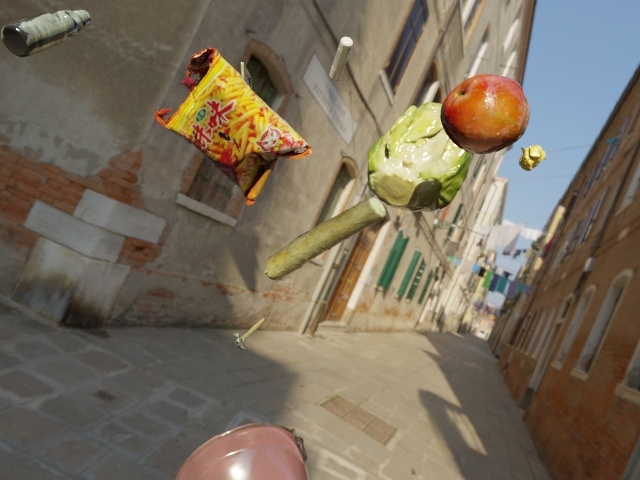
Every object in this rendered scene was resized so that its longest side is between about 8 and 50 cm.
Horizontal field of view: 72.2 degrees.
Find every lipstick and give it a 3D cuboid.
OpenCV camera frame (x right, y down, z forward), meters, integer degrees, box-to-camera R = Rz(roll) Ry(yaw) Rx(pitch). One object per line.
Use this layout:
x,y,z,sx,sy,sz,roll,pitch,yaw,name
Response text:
0.064,-0.571,1.382,0.040,0.040,0.141,24,-32,-1,lipstick

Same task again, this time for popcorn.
0.641,-0.262,1.346,0.084,0.084,0.084,24,-3,1,popcorn

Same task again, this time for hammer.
-0.227,0.302,1.454,0.017,0.062,0.182,-6,12,24,hammer

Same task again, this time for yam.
0.000,0.000,1.137,0.083,0.372,0.083,41,31,-32,yam

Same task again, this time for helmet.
-0.138,0.518,0.857,0.271,0.338,0.197,-14,51,-19,helmet

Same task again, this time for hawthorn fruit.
0.335,-0.261,0.914,0.173,0.172,0.173,24,-3,1,hawthorn fruit

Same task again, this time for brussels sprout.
0.308,-0.230,1.353,0.276,0.371,0.314,37,-30,16,brussels sprout

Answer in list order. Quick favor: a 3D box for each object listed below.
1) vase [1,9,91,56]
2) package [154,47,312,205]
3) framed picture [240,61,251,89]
-0.540,-0.430,0.889,0.060,0.059,0.211,24,41,-3,vase
-0.184,-0.228,0.918,0.288,0.223,0.108,46,34,-13,package
-0.184,-0.317,1.119,0.010,0.231,0.173,-1,11,-3,framed picture
